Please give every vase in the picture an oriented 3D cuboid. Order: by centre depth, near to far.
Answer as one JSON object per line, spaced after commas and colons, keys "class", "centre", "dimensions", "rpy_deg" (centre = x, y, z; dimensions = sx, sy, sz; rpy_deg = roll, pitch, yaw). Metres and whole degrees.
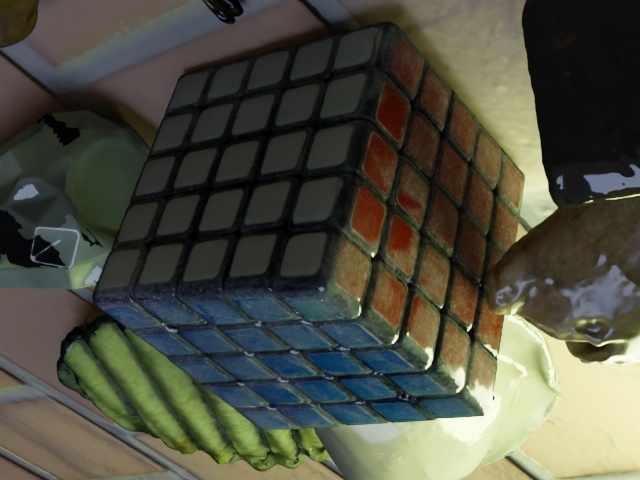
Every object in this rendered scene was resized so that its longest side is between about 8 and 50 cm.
{"class": "vase", "centre": [-0.306, -0.016, 1.186], "dimensions": [0.360, 0.165, 0.165], "rpy_deg": [-12, 140, 42]}

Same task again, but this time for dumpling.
{"class": "dumpling", "centre": [0.113, 0.148, 1.266], "dimensions": [0.260, 0.181, 0.341], "rpy_deg": [-14, 112, 7]}

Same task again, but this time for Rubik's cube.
{"class": "Rubik's cube", "centre": [0.000, 0.000, 0.989], "dimensions": [0.237, 0.238, 0.237], "rpy_deg": [-8, 144, 35]}

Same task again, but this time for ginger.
{"class": "ginger", "centre": [0.243, -0.023, 0.922], "dimensions": [0.276, 0.130, 0.221], "rpy_deg": [-32, 122, 15]}

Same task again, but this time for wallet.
{"class": "wallet", "centre": [0.282, -0.116, 0.785], "dimensions": [0.310, 0.042, 0.165], "rpy_deg": [-6, 103, 29]}

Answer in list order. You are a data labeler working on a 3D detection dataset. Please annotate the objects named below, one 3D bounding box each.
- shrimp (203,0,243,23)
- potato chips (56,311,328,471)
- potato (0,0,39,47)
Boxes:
{"class": "shrimp", "centre": [-0.039, -0.200, 0.879], "dimensions": [0.195, 0.035, 0.148], "rpy_deg": [20, 147, 5]}
{"class": "potato chips", "centre": [-0.154, 0.177, 1.509], "dimensions": [0.358, 0.070, 0.429], "rpy_deg": [4, 148, 13]}
{"class": "potato", "centre": [-0.298, -0.206, 0.940], "dimensions": [0.170, 0.080, 0.107], "rpy_deg": [24, 155, -9]}
